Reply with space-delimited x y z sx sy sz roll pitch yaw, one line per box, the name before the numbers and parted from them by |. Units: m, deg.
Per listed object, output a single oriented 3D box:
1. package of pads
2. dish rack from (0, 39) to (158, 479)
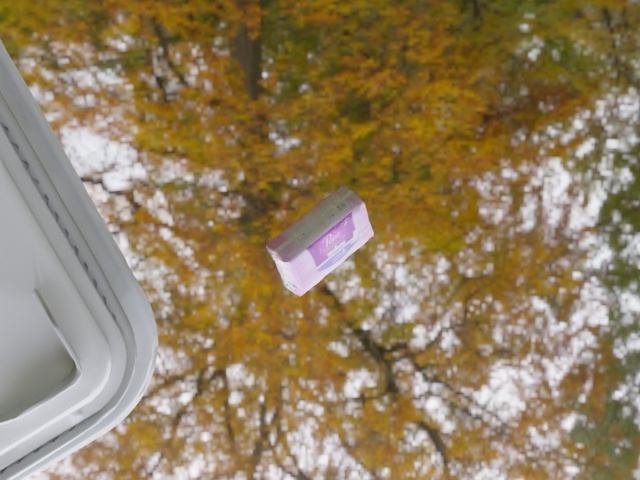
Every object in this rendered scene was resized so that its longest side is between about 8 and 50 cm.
package of pads | 0.000 0.000 0.854 0.083 0.050 0.032 -39 -126 -14
dish rack | -0.260 0.036 0.479 0.333 0.285 0.072 -31 -165 -14
